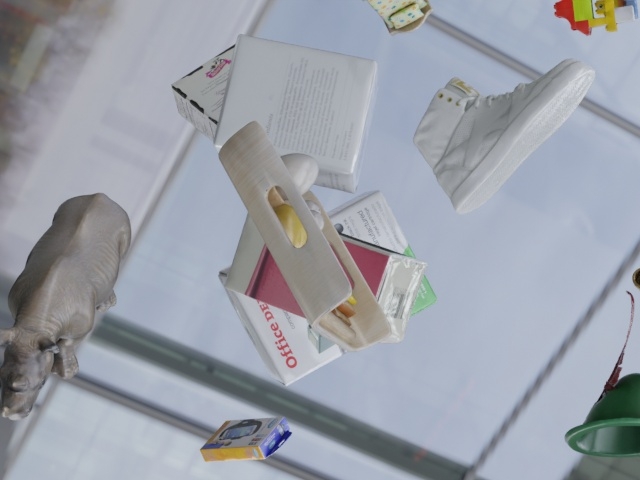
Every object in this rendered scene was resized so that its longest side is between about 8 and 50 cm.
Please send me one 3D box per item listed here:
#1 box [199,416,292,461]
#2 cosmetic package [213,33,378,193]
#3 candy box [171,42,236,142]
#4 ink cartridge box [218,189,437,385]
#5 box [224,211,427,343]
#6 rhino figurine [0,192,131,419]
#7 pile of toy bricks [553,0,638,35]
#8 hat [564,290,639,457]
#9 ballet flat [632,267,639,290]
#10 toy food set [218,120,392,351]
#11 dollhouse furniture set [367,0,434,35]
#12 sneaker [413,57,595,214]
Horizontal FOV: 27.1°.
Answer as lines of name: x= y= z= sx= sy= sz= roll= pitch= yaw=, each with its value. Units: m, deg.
box: x=-0.111 y=0.306 z=2.047 sx=0.136 sy=0.028 sz=0.081 roll=-12 pitch=-159 yaw=36
cosmetic package: x=-0.029 y=-0.161 z=1.722 sx=0.151 sy=0.183 sz=0.151 roll=76 pitch=26 yaw=-82
candy box: x=-0.103 y=-0.207 z=2.103 sx=0.159 sy=0.233 sz=0.071 roll=-35 pitch=145 yaw=-20
ink cartridge box: x=0.010 y=0.077 z=2.157 sx=0.289 sy=0.211 sz=0.121 roll=-29 pitch=-174 yaw=-9
box: x=0.009 y=0.049 z=1.878 sx=0.148 sy=0.232 sz=0.127 roll=13 pitch=96 yaw=-64
rhino figurine: x=-0.208 y=0.051 z=1.041 sx=0.243 sy=0.073 sz=0.106 roll=-73 pitch=-178 yaw=-53
pile of toy bricks: x=0.280 y=-0.325 z=1.442 sx=0.118 sy=0.105 sz=0.212 roll=-10 pitch=94 yaw=-72
hat: x=0.462 y=0.212 z=2.006 sx=0.208 sy=0.173 sz=0.184 roll=-35 pitch=-135 yaw=52
ballet flat: x=0.563 y=0.048 z=2.002 sx=0.232 sy=0.073 sz=0.080 roll=-28 pitch=-141 yaw=53
toy food set: x=0.000 y=0.000 z=1.512 sx=0.092 sy=0.220 sz=0.306 roll=-31 pitch=164 yaw=5
dollhouse furniture set: x=0.130 y=-0.316 z=1.541 sx=0.161 sy=0.182 sz=0.101 roll=-29 pitch=-113 yaw=13
sneaker: x=0.250 y=-0.194 z=1.928 sx=0.292 sy=0.108 sz=0.169 roll=-47 pitch=-115 yaw=29
